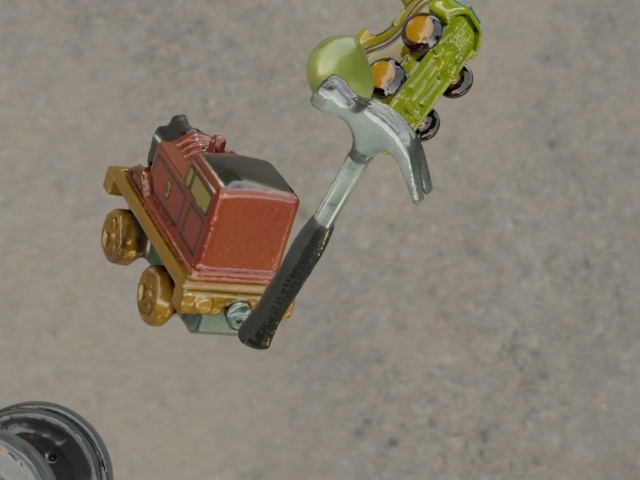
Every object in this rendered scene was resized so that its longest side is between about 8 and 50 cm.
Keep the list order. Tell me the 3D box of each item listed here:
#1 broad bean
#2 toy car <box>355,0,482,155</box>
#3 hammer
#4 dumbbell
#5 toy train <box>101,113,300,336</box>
[{"bbox_3d":[0.017,-0.149,1.327,0.063,0.045,0.083,-54,145,-5],"label":"broad bean"},{"bbox_3d":[0.116,-0.254,2.165,0.248,0.142,0.200,-51,152,-5],"label":"toy car"},{"bbox_3d":[0.000,0.000,1.099,0.103,0.246,0.029,35,37,9],"label":"hammer"},{"bbox_3d":[-0.332,0.271,1.566,0.388,0.185,0.185,7,69,-85],"label":"dumbbell"},{"bbox_3d":[-0.146,-0.018,1.896,0.163,0.369,0.231,7,117,-31],"label":"toy train"}]
